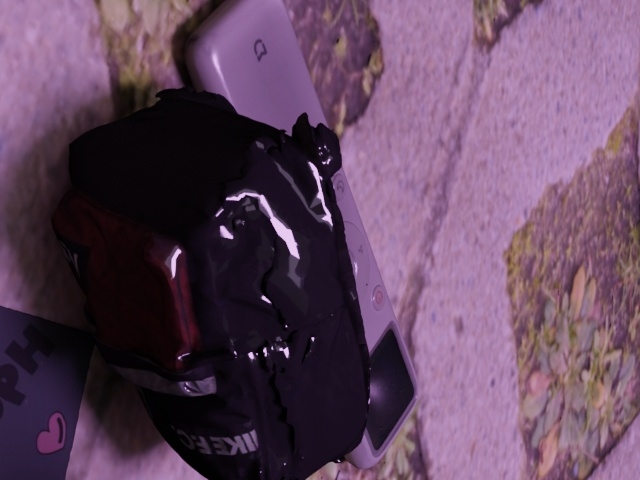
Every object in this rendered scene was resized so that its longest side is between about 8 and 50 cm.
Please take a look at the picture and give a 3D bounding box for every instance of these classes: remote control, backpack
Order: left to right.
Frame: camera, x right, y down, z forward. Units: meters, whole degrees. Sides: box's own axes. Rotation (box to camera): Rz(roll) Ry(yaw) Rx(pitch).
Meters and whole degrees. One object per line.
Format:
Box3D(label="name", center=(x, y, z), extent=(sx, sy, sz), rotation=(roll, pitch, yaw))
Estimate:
Box3D(label="backpack", center=(-0.041, 0.028, 0.635), extent=(0.106, 0.120, 0.165), rotation=(-25, 115, -30))
Box3D(label="remote control", center=(0.000, 0.000, 0.760), extent=(0.067, 0.029, 0.261), rotation=(-51, 133, -40))

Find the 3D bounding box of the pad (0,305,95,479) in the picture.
Box3D(label="pad", center=(-0.161, 0.136, 0.561), extent=(0.170, 0.006, 0.245), rotation=(26, 73, -53))
